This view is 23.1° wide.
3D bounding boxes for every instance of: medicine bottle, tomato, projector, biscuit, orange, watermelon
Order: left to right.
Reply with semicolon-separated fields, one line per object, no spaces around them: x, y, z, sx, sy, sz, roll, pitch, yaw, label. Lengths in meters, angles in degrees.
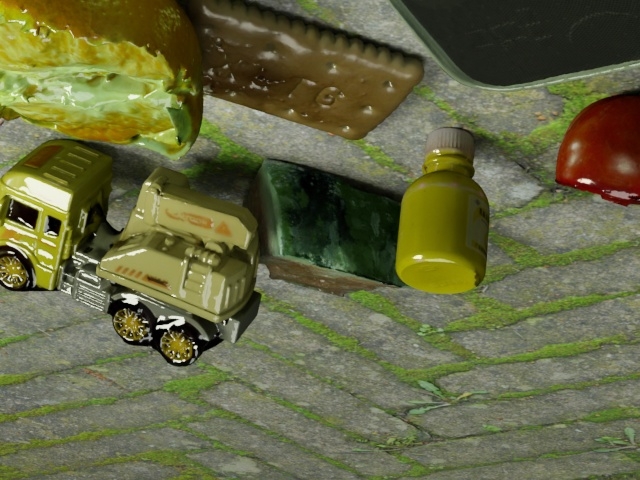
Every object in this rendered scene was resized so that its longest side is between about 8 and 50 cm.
-0.264;-0.219;1.875;0.263;0.196;0.334;18;152;19;orange
-0.050;-0.217;2.011;0.325;0.044;0.217;16;155;-19;biscuit
0.006;-0.015;2.337;0.264;0.151;0.302;15;171;-24;watermelon
0.169;-0.045;2.114;0.122;0.212;0.122;6;155;3;medicine bottle
0.208;-0.316;1.489;0.248;0.249;0.248;-9;150;29;projector
0.406;-0.116;1.996;0.200;0.139;0.233;12;-170;5;tomato

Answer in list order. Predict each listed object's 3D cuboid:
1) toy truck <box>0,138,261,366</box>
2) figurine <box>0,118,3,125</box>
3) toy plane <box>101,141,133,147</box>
-0.276;0.002;2.251;0.405;0.180;0.254;23;120;10;toy truck
-0.449;-0.193;2.159;0.072;0.054;0.129;38;150;-24;figurine
-0.293;-0.160;2.209;0.121;0.031;0.049;24;141;-27;toy plane
